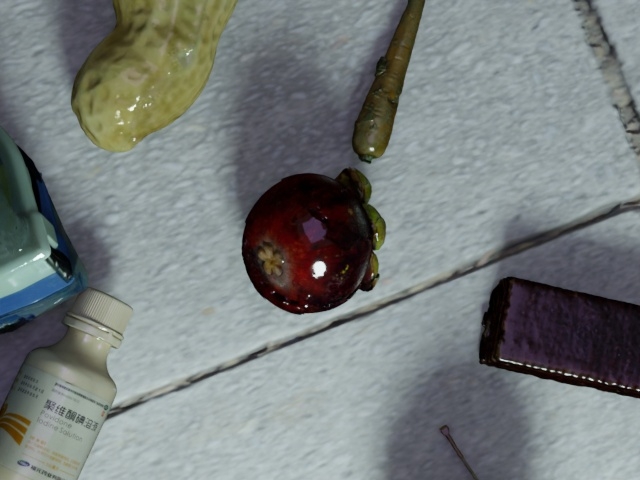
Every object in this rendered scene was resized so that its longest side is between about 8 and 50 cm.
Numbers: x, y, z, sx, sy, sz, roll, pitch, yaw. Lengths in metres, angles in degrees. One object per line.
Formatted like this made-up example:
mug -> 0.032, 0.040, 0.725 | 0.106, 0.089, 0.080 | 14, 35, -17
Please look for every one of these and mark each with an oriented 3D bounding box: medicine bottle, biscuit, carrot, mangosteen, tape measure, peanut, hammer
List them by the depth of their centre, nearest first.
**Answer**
tape measure -> -0.427, -0.020, 1.707 | 0.259, 0.138, 0.262 | -21, 75, 1
medicine bottle -> -0.293, 0.177, 1.737 | 0.114, 0.114, 0.252 | 25, 79, -3
mangosteen -> 0.000, 0.000, 1.779 | 0.180, 0.166, 0.166 | -20, 85, -35
peanut -> -0.189, -0.245, 1.800 | 0.147, 0.147, 0.306 | 20, 85, -4
hammer -> 0.179, 0.275, 1.830 | 0.029, 0.014, 0.123 | -31, 84, -18
biscuit -> 0.385, 0.135, 1.841 | 0.388, 0.073, 0.107 | 13, 80, -4
carrot -> 0.091, -0.212, 1.868 | 0.049, 0.049, 0.255 | 20, 77, -4
